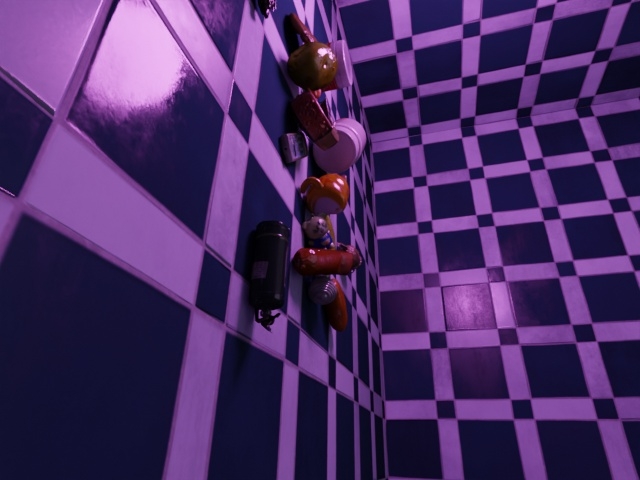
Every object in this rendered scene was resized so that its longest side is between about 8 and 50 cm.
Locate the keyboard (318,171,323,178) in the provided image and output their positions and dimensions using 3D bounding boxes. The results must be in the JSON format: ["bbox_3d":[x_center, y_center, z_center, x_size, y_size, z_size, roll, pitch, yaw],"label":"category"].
[{"bbox_3d":[0.020,-0.212,1.913,0.061,0.013,0.204,-64,146,-63],"label":"keyboard"}]

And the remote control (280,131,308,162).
[{"bbox_3d":[-0.092,-0.342,1.496,0.233,0.038,0.097,-51,132,-69],"label":"remote control"}]

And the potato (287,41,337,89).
[{"bbox_3d":[-0.031,-0.671,1.587,0.149,0.186,0.253,41,9,7],"label":"potato"}]

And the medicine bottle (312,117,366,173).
[{"bbox_3d":[0.094,-0.445,1.914,0.371,0.211,0.210,-62,143,-65],"label":"medicine bottle"}]

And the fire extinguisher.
[{"bbox_3d":[-0.131,0.098,1.043,0.093,0.118,0.294,21,56,-34],"label":"fire extinguisher"}]

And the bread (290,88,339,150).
[{"bbox_3d":[-0.018,-0.469,1.565,0.212,0.143,0.224,49,15,-46],"label":"bread"}]

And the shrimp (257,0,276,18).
[{"bbox_3d":[-0.212,-0.869,1.231,0.233,0.071,0.364,-19,103,-66],"label":"shrimp"}]

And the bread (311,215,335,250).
[{"bbox_3d":[0.015,0.002,1.745,0.301,0.045,0.300,-8,90,-74],"label":"bread"}]

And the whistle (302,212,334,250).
[{"bbox_3d":[0.000,0.000,1.570,0.105,0.085,0.227,-30,115,-26],"label":"whistle"}]

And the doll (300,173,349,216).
[{"bbox_3d":[0.032,-0.185,1.661,0.269,0.167,0.162,-46,127,-75],"label":"doll"}]

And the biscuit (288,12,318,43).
[{"bbox_3d":[-0.055,-0.834,1.688,0.226,0.042,0.225,46,19,-22],"label":"biscuit"}]

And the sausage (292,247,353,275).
[{"bbox_3d":[0.017,0.077,1.479,0.349,0.094,0.097,7,99,-58],"label":"sausage"}]

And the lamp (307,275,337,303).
[{"bbox_3d":[0.006,0.166,1.546,0.193,0.106,0.106,-91,169,-65],"label":"lamp"}]

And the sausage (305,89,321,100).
[{"bbox_3d":[-0.047,-0.695,1.755,0.234,0.071,0.071,65,24,-50],"label":"sausage"}]

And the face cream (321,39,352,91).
[{"bbox_3d":[0.035,-0.789,1.876,0.201,0.187,0.200,-7,90,-75],"label":"face cream"}]

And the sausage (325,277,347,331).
[{"bbox_3d":[0.063,0.270,1.715,0.098,0.098,0.238,-63,146,-65],"label":"sausage"}]

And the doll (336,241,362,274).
[{"bbox_3d":[0.149,0.080,2.094,0.221,0.106,0.114,66,24,-51],"label":"doll"}]
